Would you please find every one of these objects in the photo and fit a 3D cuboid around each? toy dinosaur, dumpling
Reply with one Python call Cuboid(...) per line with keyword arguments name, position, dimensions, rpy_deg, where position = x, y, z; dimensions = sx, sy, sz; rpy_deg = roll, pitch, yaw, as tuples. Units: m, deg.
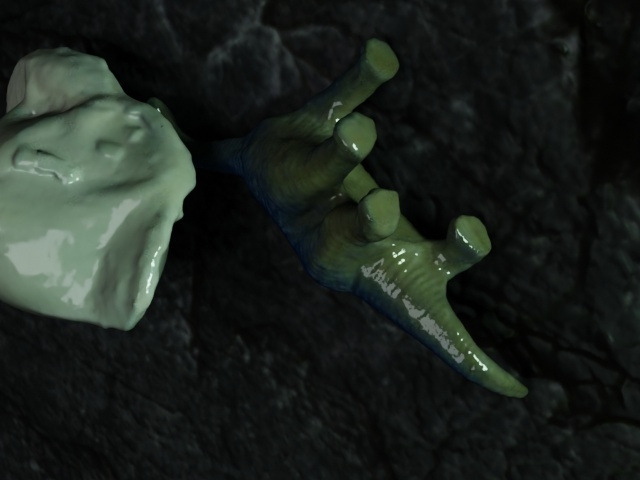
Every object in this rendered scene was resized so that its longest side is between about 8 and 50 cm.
Cuboid(name="toy dinosaur", position=(0.000, 0.000, 0.833), dimensions=(0.248, 0.075, 0.188), rpy_deg=(58, 142, 1))
Cuboid(name="dumpling", position=(-0.144, -0.031, 0.895), dimensions=(0.229, 0.124, 0.151), rpy_deg=(24, 100, 46))
